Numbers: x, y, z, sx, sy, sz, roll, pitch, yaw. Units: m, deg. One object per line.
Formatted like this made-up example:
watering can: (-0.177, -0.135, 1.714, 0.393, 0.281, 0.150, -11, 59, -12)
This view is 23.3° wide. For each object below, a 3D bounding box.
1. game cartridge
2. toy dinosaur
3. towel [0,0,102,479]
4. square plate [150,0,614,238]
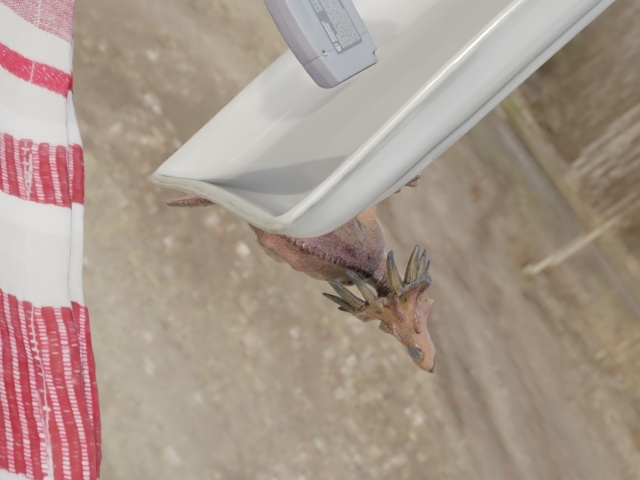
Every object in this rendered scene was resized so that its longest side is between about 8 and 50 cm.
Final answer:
game cartridge: (-0.005, -0.120, 0.799, 0.083, 0.017, 0.056, 61, 34, -4)
toy dinosaur: (0.000, 0.000, 1.518, 0.296, 0.127, 0.200, 19, 30, -14)
towel: (-0.167, -0.052, 0.578, 0.237, 0.037, 0.329, 38, 35, -48)
square plate: (0.066, -0.124, 0.949, 0.049, 0.347, 0.344, 51, -9, -15)
